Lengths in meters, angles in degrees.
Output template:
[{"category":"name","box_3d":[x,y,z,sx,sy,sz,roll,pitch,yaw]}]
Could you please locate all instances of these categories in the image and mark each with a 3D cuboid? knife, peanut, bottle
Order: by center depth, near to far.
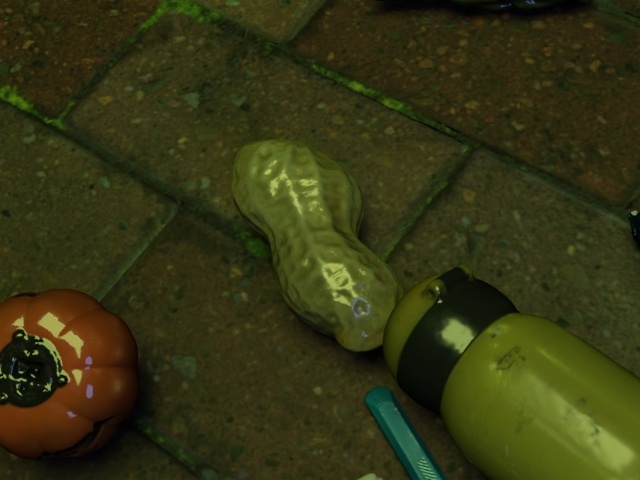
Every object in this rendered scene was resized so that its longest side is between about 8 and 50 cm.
[{"category":"bottle","box_3d":[0.210,0.161,1.137,0.171,0.171,0.351,-43,57,-14]},{"category":"knife","box_3d":[0.125,0.260,1.179,0.044,0.026,0.297,-27,54,-8]},{"category":"peanut","box_3d":[0.000,0.000,1.311,0.136,0.120,0.298,-28,59,1]}]

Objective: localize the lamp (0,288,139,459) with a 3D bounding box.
[{"category":"lamp","box_3d":[-0.285,0.143,1.267,0.187,0.164,0.188,-1,84,10]}]

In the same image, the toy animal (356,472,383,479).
[{"category":"toy animal","box_3d":[0.121,0.337,1.032,0.325,0.208,0.154,40,43,20]}]

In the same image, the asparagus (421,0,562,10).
[{"category":"asparagus","box_3d":[0.205,-0.330,1.493,0.287,0.080,0.080,5,60,19]}]

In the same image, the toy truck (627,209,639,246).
[{"category":"toy truck","box_3d":[0.400,0.021,1.200,0.113,0.126,0.208,-17,56,2]}]
